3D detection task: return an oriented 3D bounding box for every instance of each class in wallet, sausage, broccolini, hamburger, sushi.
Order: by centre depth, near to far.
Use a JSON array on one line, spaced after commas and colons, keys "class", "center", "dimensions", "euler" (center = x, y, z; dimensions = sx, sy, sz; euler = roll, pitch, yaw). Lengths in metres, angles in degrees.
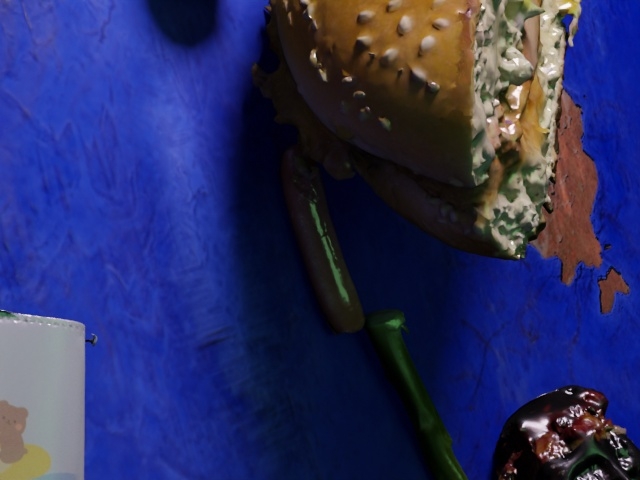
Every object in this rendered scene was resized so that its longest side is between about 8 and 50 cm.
[{"class": "wallet", "center": [-0.258, 0.166, 1.386], "dimensions": [0.170, 0.069, 0.231], "euler": [8, 72, -26]}, {"class": "hamburger", "center": [0.075, -0.212, 1.649], "dimensions": [0.268, 0.287, 0.445], "euler": [56, 37, -55]}, {"class": "sausage", "center": [0.000, 0.000, 1.700], "dimensions": [0.043, 0.043, 0.186], "euler": [-24, 99, -45]}, {"class": "broccolini", "center": [0.148, 0.238, 1.768], "dimensions": [0.079, 0.074, 0.392], "euler": [-81, 147, -69]}, {"class": "sushi", "center": [0.251, 0.232, 1.819], "dimensions": [0.150, 0.153, 0.172], "euler": [63, 1, 25]}]

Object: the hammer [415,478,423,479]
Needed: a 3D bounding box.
[{"class": "hammer", "center": [0.114, 0.285, 1.774], "dimensions": [0.110, 0.019, 0.035], "euler": [57, 48, -24]}]
